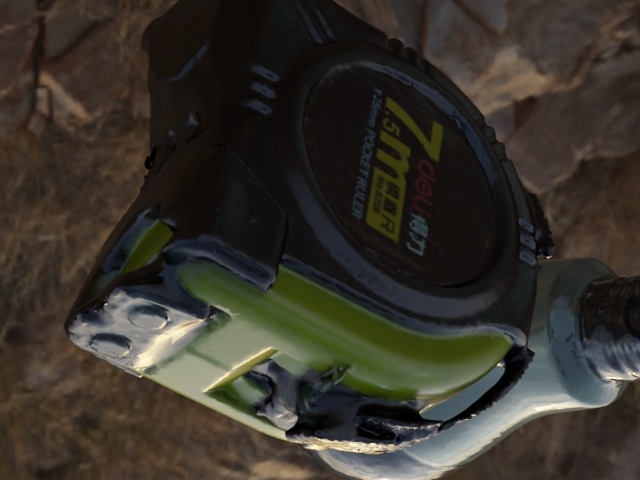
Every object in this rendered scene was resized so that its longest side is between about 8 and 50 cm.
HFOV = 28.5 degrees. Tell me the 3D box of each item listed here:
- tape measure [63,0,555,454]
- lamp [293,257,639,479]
[{"bbox_3d":[0.000,0.000,0.523,0.186,0.199,0.112,29,140,-22],"label":"tape measure"},{"bbox_3d":[0.093,0.049,0.813,0.182,0.182,0.313,22,142,-36],"label":"lamp"}]
